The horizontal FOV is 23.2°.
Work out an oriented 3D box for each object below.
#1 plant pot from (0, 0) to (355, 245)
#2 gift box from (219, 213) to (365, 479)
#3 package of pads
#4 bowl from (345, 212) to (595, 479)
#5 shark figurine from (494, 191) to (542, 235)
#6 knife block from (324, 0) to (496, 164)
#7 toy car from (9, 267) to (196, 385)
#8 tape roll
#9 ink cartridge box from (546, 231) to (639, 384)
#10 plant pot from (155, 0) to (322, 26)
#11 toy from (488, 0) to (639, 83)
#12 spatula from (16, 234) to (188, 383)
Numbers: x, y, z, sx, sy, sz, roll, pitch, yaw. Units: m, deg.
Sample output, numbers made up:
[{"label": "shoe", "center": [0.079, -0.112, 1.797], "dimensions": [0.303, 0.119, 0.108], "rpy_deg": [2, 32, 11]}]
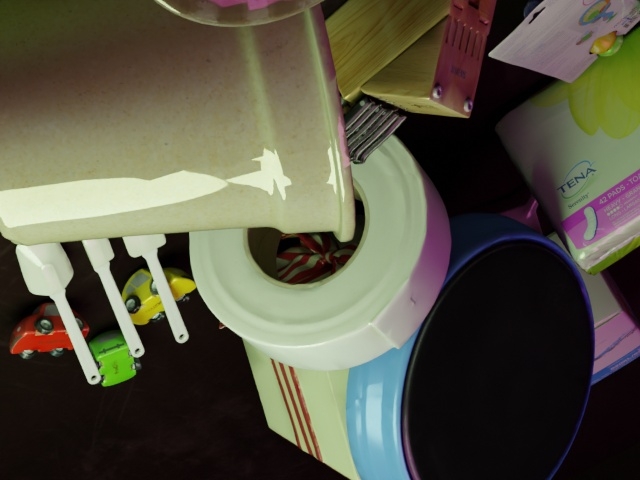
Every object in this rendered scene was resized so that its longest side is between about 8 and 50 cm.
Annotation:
[{"label": "plant pot", "center": [-0.153, -0.131, 1.393], "dimensions": [0.305, 0.334, 0.334], "rpy_deg": [-12, 152, -4]}, {"label": "gift box", "center": [0.035, 0.125, 1.938], "dimensions": [0.276, 0.255, 0.258], "rpy_deg": [-28, 117, -30]}, {"label": "package of pads", "center": [0.390, -0.133, 1.929], "dimensions": [0.296, 0.229, 0.101], "rpy_deg": [-35, 155, 14]}, {"label": "bowl", "center": [0.194, 0.165, 1.877], "dimensions": [0.391, 0.077, 0.391], "rpy_deg": [-13, 109, -42]}, {"label": "shark figurine", "center": [0.323, -0.106, 2.098], "dimensions": [0.116, 0.166, 0.278], "rpy_deg": [23, 149, -26]}, {"label": "knife block", "center": [0.053, -0.214, 1.666], "dimensions": [0.088, 0.242, 0.276], "rpy_deg": [16, 86, -55]}, {"label": "toy car", "center": [-0.272, 0.116, 1.971], "dimensions": [0.239, 0.053, 0.225], "rpy_deg": [-20, 153, -13]}, {"label": "tape roll", "center": [0.000, 0.000, 1.750], "dimensions": [0.286, 0.286, 0.100], "rpy_deg": [-30, 152, 7]}, {"label": "ink cartridge box", "center": [0.385, 0.113, 2.424], "dimensions": [0.168, 0.171, 0.232], "rpy_deg": [-33, 153, 11]}, {"label": "plant pot", "center": [-0.080, -0.309, 1.089], "dimensions": [0.323, 0.280, 0.323], "rpy_deg": [-15, 145, -10]}, {"label": "toy", "center": [0.283, -0.257, 1.804], "dimensions": [0.137, 0.056, 0.237], "rpy_deg": [-43, 154, 22]}, {"label": "spatula", "center": [-0.250, 0.061, 1.847], "dimensions": [0.168, 0.019, 0.242], "rpy_deg": [-26, 133, -13]}]
